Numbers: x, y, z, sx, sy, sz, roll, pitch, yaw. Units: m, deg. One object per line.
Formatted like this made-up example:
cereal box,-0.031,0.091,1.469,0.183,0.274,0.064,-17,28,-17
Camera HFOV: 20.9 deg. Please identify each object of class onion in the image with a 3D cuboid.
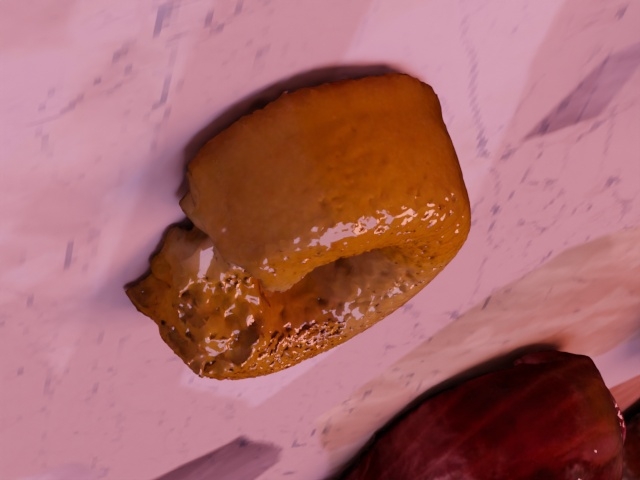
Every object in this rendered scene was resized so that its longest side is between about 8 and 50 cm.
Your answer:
onion,0.053,0.143,0.747,0.151,0.098,0.206,-14,151,-38

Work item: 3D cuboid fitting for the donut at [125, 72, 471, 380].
donut,0.000,0.000,0.484,0.097,0.043,0.108,-19,157,-26

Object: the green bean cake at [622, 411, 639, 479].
green bean cake,0.253,0.115,0.931,0.233,0.097,0.198,-35,156,5
